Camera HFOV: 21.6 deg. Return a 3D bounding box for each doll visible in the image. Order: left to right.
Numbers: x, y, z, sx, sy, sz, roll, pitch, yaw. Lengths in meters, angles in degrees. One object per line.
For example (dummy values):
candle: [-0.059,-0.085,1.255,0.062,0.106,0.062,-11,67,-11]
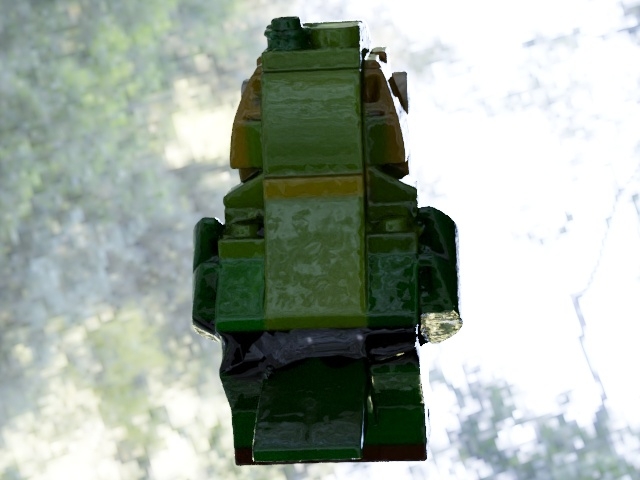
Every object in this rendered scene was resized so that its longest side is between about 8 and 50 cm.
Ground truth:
doll: [0.001,0.002,0.658,0.134,0.106,0.186,60,28,-73]
